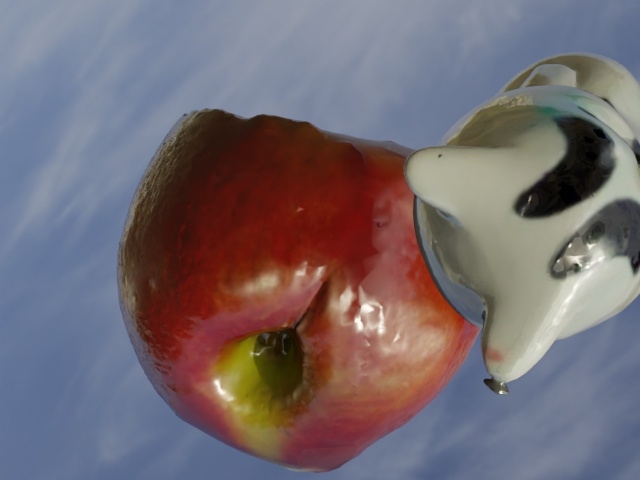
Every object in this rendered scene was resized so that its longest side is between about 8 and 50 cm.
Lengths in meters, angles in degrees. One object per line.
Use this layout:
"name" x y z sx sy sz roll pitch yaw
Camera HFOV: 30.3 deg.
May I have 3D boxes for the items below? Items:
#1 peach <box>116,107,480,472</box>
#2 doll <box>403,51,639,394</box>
"peach" 0.000 0.000 0.872 0.281 0.281 0.338 -20 -156 27
"doll" 0.103 -0.020 0.517 0.107 0.110 0.181 -30 -178 22
